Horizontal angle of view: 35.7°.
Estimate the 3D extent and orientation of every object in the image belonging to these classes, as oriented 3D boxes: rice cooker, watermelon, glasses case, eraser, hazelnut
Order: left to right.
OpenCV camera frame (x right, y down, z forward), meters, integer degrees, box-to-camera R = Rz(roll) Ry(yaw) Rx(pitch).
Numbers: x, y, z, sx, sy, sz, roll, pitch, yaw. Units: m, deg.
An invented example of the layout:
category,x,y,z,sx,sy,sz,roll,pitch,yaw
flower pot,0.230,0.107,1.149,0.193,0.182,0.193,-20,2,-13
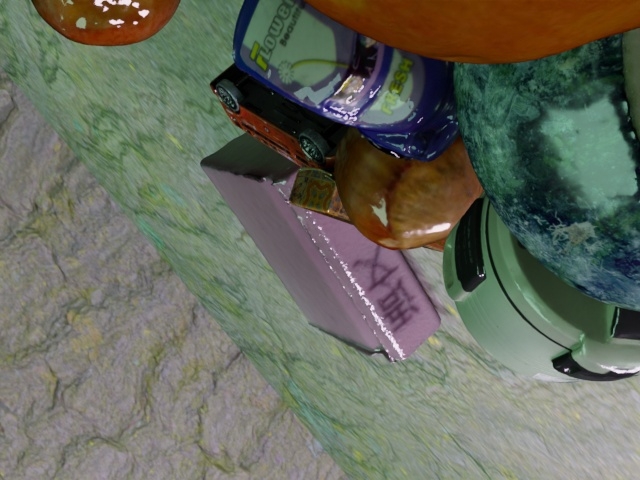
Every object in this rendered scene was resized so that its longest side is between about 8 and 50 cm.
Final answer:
category,x,y,z,sx,sy,sz,roll,pitch,yaw
eraser,0.000,0.000,1.527,0.272,0.122,0.359,18,145,58
glasses case,0.068,-0.037,1.232,0.218,0.049,0.075,17,178,-42
hazelnut,0.093,-0.070,1.089,0.182,0.182,0.182,41,160,18
rice cooker,0.232,0.014,0.878,0.226,0.226,0.244,46,163,4
watermelon,0.238,-0.077,0.681,0.318,0.226,0.148,48,171,-11

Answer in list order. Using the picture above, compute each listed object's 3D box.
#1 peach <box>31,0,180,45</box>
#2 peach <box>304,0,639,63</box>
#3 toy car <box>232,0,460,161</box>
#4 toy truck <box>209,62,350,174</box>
category,x,y,z,sx,sy,sz,roll,pitch,yaw
peach,-0.279,-0.373,1.265,0.214,0.214,0.235,38,153,25
peach,0.096,-0.250,0.460,0.342,0.301,0.343,23,132,27
toy car,0.033,-0.178,0.932,0.235,0.158,0.172,35,114,24
toy truck,-0.021,-0.159,1.269,0.252,0.107,0.114,35,159,36
